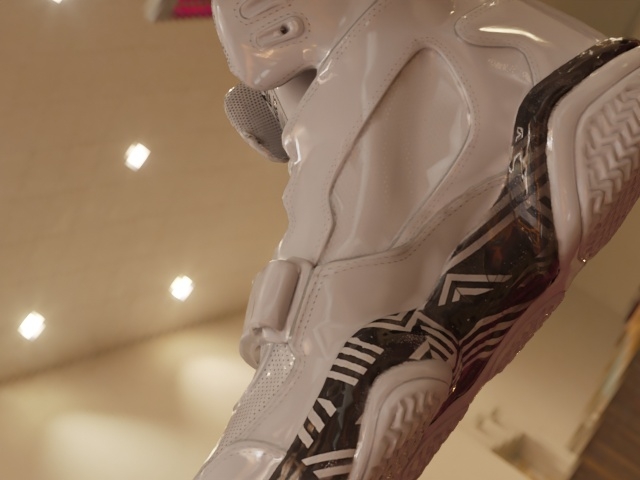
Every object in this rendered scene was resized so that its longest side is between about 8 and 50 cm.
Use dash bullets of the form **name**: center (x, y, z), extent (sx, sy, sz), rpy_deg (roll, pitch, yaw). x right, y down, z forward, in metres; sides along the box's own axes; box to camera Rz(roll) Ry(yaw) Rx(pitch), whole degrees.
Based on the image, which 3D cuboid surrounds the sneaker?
- **sneaker**: center (0.000, 0.000, 0.820), extent (0.366, 0.210, 0.137), rpy_deg (-48, -15, -16)
